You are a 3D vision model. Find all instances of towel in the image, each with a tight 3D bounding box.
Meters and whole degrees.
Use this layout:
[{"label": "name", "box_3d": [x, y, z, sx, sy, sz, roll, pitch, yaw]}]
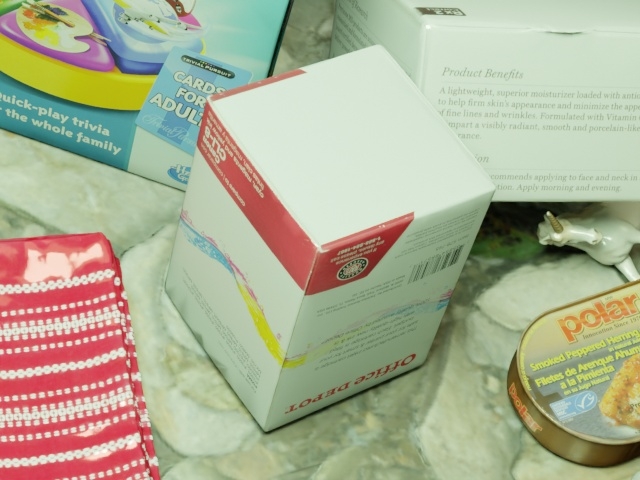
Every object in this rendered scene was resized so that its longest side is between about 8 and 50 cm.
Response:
[{"label": "towel", "box_3d": [-0.191, 0.112, 1.131, 0.198, 0.031, 0.275, -3, 53, -17]}]

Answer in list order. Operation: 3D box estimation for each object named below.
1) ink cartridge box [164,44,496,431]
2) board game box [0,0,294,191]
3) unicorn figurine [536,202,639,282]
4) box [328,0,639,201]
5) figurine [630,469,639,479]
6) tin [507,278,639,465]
[{"label": "ink cartridge box", "box_3d": [0.000, 0.000, 1.181, 0.128, 0.176, 0.127, -20, 57, -30]}, {"label": "board game box", "box_3d": [-0.134, -0.190, 1.190, 0.253, 0.336, 0.079, 18, 50, 0]}, {"label": "unicorn figurine", "box_3d": [0.205, -0.014, 1.335, 0.111, 0.060, 0.162, 22, 33, 2]}, {"label": "box", "box_3d": [0.116, -0.109, 1.294, 0.181, 0.119, 0.182, 0, 23, -18]}, {"label": "figurine", "box_3d": [0.236, 0.172, 1.125, 0.215, 0.092, 0.209, -28, 23, -38]}, {"label": "tin", "box_3d": [0.205, 0.080, 1.267, 0.189, 0.040, 0.106, -16, 62, -27]}]
